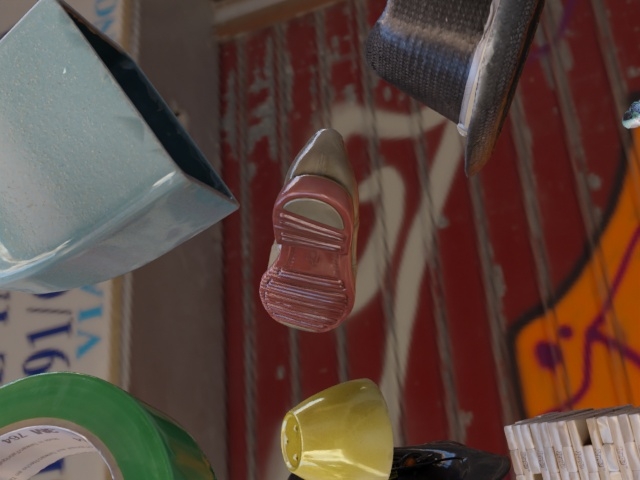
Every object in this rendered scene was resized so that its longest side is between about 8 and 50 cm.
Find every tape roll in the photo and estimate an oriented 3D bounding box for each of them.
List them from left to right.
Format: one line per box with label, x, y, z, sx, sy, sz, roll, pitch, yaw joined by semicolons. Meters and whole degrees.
tape roll;-0.228;0.268;0.896;0.077;0.321;0.321;44;-144;-51

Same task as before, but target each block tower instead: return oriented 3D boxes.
block tower;0.332;0.228;1.210;0.091;0.335;0.097;-9;-99;-28

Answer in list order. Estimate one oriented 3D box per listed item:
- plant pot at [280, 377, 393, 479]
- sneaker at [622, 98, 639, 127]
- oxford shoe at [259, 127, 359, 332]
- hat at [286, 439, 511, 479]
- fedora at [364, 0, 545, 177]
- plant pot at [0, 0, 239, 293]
plant pot;0.011;0.225;1.262;0.134;0.095;0.134;-179;90;-67
sneaker;0.363;-0.125;1.130;0.069;0.098;0.038;46;-148;-22
oxford shoe;0.000;0.000;1.409;0.348;0.123;0.130;104;180;-56
hat;0.106;0.369;1.497;0.331;0.332;0.133;-13;-83;-71
fedora;0.138;-0.225;1.110;0.334;0.153;0.333;19;-90;-82
plant pot;-0.280;-0.071;1.225;0.247;0.252;0.248;53;-176;10
